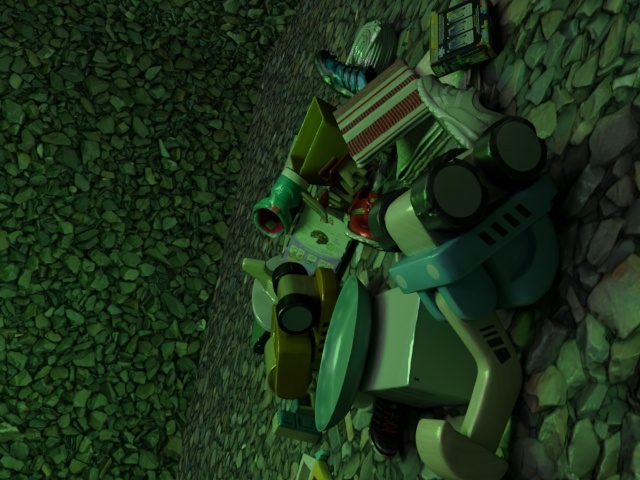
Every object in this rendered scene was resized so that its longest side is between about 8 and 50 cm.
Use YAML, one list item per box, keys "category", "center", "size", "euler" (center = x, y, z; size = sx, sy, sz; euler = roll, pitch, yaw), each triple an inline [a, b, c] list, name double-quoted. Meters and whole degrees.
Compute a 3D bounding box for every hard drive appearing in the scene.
- category: "hard drive"
  center: [-0.153, 0.223, 2.509]
  size: [0.339, 0.064, 0.237]
  euler: [128, 153, -48]

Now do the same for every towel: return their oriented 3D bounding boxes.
- category: "towel"
  center: [0.272, -0.346, 1.752]
  size: [0.332, 0.053, 0.317]
  euler: [127, 154, -46]
- category: "towel"
  center: [0.155, -0.320, 1.795]
  size: [0.237, 0.037, 0.329]
  euler: [-38, 30, 14]

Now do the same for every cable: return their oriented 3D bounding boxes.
- category: "cable"
  center: [0.149, -0.566, 2.287]
  size: [0.257, 0.089, 0.257]
  euler: [-120, 48, -68]

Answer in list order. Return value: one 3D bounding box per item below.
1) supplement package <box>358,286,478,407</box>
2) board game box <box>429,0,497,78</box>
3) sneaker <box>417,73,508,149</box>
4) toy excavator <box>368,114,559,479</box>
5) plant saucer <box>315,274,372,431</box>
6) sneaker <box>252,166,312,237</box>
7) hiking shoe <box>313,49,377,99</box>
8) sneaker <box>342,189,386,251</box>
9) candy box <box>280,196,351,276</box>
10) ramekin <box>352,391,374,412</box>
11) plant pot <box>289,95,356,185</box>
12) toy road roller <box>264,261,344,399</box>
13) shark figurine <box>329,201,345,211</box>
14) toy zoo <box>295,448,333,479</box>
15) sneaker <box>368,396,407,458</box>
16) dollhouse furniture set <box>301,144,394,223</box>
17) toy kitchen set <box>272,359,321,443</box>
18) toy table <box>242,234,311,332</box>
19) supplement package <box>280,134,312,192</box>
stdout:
- category: "supplement package"
  center: [0.189, 0.193, 1.318]
  size: [0.203, 0.149, 0.194]
  euler: [147, 137, -64]
- category: "board game box"
  center: [0.316, -0.456, 1.610]
  size: [0.141, 0.048, 0.170]
  euler: [-17, 49, 31]
- category: "sneaker"
  center: [0.300, -0.273, 1.505]
  size: [0.115, 0.105, 0.281]
  euler: [-39, 45, 10]
- category: "toy excavator"
  center: [0.253, 0.093, 1.148]
  size: [0.433, 0.445, 0.222]
  euler: [-35, 1, -23]
- category: "plant saucer"
  center: [0.048, 0.229, 1.458]
  size: [0.317, 0.043, 0.318]
  euler: [-166, 90, -83]
- category: "sneaker"
  center: [-0.107, -0.089, 2.084]
  size: [0.178, 0.123, 0.295]
  euler: [-54, -8, -7]
- category: "hiking shoe"
  center: [0.106, -0.479, 2.146]
  size: [0.304, 0.113, 0.132]
  euler: [49, 119, 18]
- category: "sneaker"
  center: [0.122, -0.062, 1.862]
  size: [0.118, 0.107, 0.279]
  euler: [-62, 20, 16]
- category: "candy box"
  center: [0.000, 0.000, 2.058]
  size: [0.196, 0.164, 0.070]
  euler: [-65, -6, 23]
- category: "ramekin"
  center: [0.085, 0.276, 1.634]
  size: [0.207, 0.109, 0.207]
  euler: [-163, 90, -73]
- category: "plant pot"
  center: [0.039, -0.281, 2.183]
  size: [0.212, 0.187, 0.212]
  euler: [-105, 35, -60]
- category: "toy road roller"
  center: [-0.006, 0.225, 1.807]
  size: [0.202, 0.240, 0.330]
  euler: [-104, 20, -61]
- category: "shark figurine"
  center: [-0.011, -0.073, 2.274]
  size: [0.278, 0.116, 0.166]
  euler: [-23, 51, 66]
- category: "toy zoo"
  center: [-0.034, 0.654, 1.773]
  size: [0.192, 0.030, 0.293]
  euler: [-163, 90, -73]
- category: "sneaker"
  center: [0.139, 0.355, 1.466]
  size: [0.075, 0.063, 0.170]
  euler: [116, 167, -45]
- category: "dollhouse furniture set"
  center: [0.057, -0.185, 1.955]
  size: [0.262, 0.135, 0.259]
  euler: [-47, -7, -4]
- category: "toy kitchen set"
  center: [-0.044, 0.392, 1.903]
  size: [0.207, 0.122, 0.166]
  euler: [-99, 31, -55]
- category: "toy table"
  center: [-0.119, 0.130, 2.247]
  size: [0.161, 0.252, 0.274]
  euler: [102, 165, -54]
- category: "supplement package"
  center: [-0.065, -0.281, 2.652]
  size: [0.105, 0.105, 0.179]
  euler: [-123, 51, -69]
